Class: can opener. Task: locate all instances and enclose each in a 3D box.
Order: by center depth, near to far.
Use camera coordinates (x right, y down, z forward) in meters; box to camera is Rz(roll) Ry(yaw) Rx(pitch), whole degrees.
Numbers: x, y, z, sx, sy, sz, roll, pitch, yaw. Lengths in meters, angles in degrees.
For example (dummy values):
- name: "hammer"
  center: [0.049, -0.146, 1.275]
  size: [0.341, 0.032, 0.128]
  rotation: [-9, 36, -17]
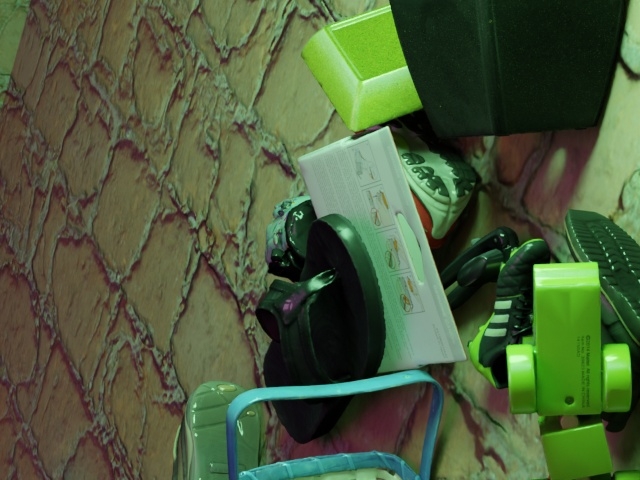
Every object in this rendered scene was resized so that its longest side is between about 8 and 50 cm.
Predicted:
- name: "can opener"
  center: [0.168, 0.033, 1.868]
  size: [0.186, 0.073, 0.059]
  rotation: [139, 124, -64]

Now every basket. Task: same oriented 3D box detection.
- name: "basket"
  center: [0.009, 0.291, 1.891]
  size: [0.201, 0.255, 0.289]
  rotation: [-131, 43, -57]

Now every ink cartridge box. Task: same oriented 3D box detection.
- name: "ink cartridge box"
  center: [0.086, 0.009, 1.902]
  size: [0.239, 0.060, 0.275]
  rotation: [-16, 94, 63]

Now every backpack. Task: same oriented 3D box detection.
- name: "backpack"
  center: [0.000, 0.000, 2.121]
  size: [0.182, 0.152, 0.115]
  rotation: [160, 123, -71]

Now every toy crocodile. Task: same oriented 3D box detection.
- name: "toy crocodile"
  center: [0.240, 0.183, 1.587]
  size: [0.105, 0.115, 0.340]
  rotation: [-75, -23, -76]

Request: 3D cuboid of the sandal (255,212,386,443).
- name: "sandal"
  center: [-0.018, 0.132, 2.006]
  size: [0.167, 0.107, 0.446]
  rotation: [59, 155, 24]

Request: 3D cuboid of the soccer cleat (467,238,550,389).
- name: "soccer cleat"
  center: [0.212, 0.079, 1.781]
  size: [0.072, 0.060, 0.179]
  rotation: [53, 136, 40]

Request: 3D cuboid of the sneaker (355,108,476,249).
- name: "sneaker"
  center: [0.085, -0.090, 2.008]
  size: [0.279, 0.107, 0.118]
  rotation: [-119, 39, -49]

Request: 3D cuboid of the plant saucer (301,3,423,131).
- name: "plant saucer"
  center: [0.088, -0.220, 1.947]
  size: [0.188, 0.188, 0.045]
  rotation: [-120, 12, -49]

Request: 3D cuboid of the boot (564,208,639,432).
- name: "boot"
  center: [0.272, 0.077, 1.651]
  size: [0.198, 0.077, 0.137]
  rotation: [-112, 34, -44]

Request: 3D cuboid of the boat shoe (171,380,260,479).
- name: "boat shoe"
  center: [-0.146, 0.376, 2.319]
  size: [0.130, 0.132, 0.355]
  rotation: [129, 149, -59]

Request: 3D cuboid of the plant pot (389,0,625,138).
- name: "plant pot"
  center: [0.200, -0.193, 1.750]
  size: [0.188, 0.187, 0.167]
  rotation: [2, 98, 62]
